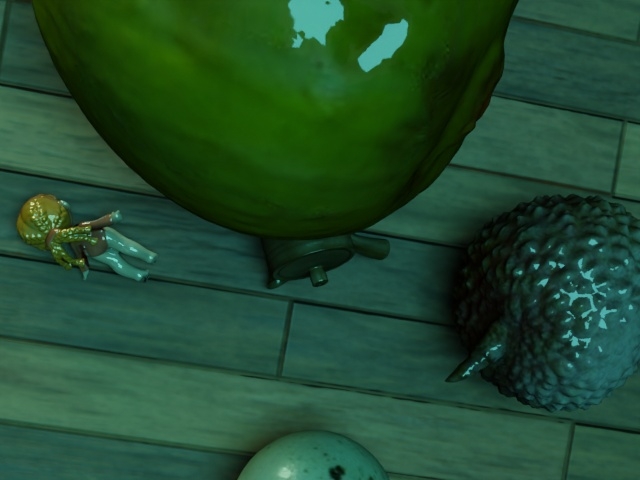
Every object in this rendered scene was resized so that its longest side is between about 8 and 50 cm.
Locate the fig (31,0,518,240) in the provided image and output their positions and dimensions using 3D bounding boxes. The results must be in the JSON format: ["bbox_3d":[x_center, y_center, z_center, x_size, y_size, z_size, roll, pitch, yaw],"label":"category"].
[{"bbox_3d":[-0.039,-0.167,1.085,0.343,0.343,0.343,-1,93,-13],"label":"fig"}]

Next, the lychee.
[{"bbox_3d":[0.174,0.050,1.213,0.197,0.165,0.165,-27,99,-31],"label":"lychee"}]

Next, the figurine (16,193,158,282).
[{"bbox_3d":[-0.172,0.001,1.191,0.109,0.047,0.064,25,110,-19],"label":"figurine"}]

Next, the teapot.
[{"bbox_3d":[0.000,0.000,1.233,0.110,0.085,0.080,-3,69,-41],"label":"teapot"}]

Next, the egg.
[{"bbox_3d":[-0.008,0.222,1.202,0.131,0.131,0.164,7,114,-13],"label":"egg"}]
